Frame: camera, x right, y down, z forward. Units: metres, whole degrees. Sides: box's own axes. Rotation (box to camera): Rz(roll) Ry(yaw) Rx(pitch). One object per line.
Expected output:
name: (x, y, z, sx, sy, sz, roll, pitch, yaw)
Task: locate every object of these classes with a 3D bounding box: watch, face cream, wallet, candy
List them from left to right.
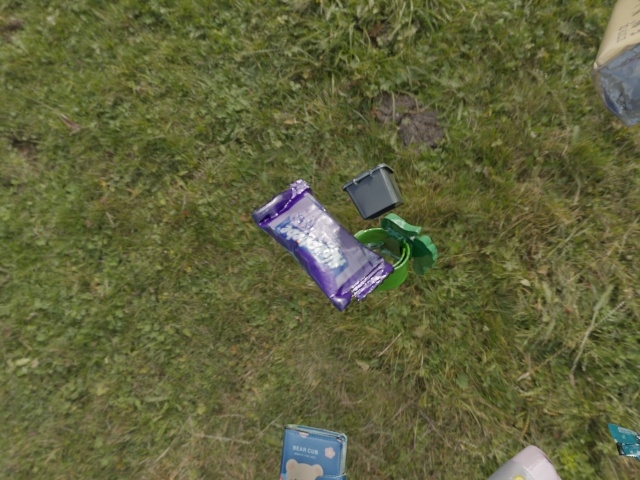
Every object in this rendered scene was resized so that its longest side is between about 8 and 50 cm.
wallet: (-0.017, 0.478, 0.859, 0.141, 0.059, 0.202, 1, 75, 19)
candy: (0.000, 0.000, 0.817, 0.145, 0.070, 0.275, -36, 70, -25)
watch: (0.144, 0.035, 0.933, 0.152, 0.131, 0.165, -37, 56, -26)
face cream: (0.286, 0.443, 0.703, 0.269, 0.073, 0.107, -18, 79, -30)

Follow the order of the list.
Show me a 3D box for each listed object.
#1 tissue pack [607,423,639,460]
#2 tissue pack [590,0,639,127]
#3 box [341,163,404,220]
tissue pack: (0.608, 0.385, 0.796, 0.138, 0.085, 0.027, 21, 112, 13)
tissue pack: (0.380, -0.215, 0.421, 0.186, 0.222, 0.090, -18, 117, 46)
box: (0.095, -0.079, 0.753, 0.084, 0.122, 0.069, -27, 85, 18)
